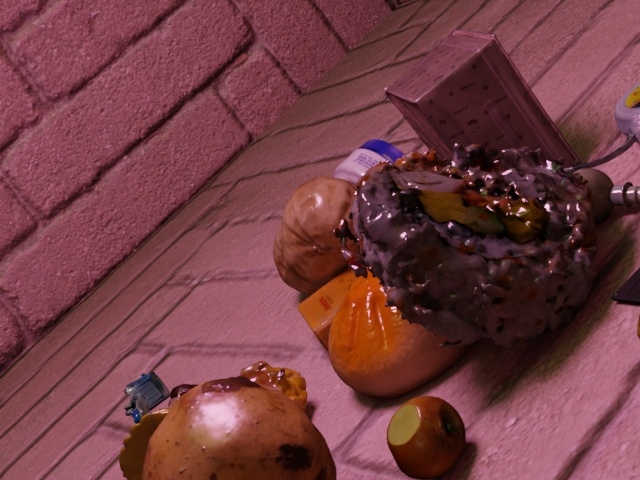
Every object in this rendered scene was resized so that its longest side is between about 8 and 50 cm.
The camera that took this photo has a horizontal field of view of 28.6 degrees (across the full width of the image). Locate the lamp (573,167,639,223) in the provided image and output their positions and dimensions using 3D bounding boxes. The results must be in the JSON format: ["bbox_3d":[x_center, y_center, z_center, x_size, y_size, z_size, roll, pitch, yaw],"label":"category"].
[{"bbox_3d":[0.464,-0.070,1.991,0.163,0.091,0.091,1,38,38],"label":"lamp"}]

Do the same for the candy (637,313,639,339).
[{"bbox_3d":[0.499,0.079,1.466,0.260,0.118,0.260,-29,16,9],"label":"candy"}]

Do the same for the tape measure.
[{"bbox_3d":[0.511,-0.181,2.152,0.330,0.084,0.164,-33,15,10],"label":"tape measure"}]

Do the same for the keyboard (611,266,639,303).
[{"bbox_3d":[0.561,-0.042,1.795,0.381,0.041,0.103,-49,20,-15],"label":"keyboard"}]

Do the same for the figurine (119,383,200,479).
[{"bbox_3d":[-0.242,0.340,2.195,0.168,0.187,0.315,-39,8,8],"label":"figurine"}]

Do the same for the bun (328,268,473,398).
[{"bbox_3d":[0.130,0.107,2.031,0.299,0.165,0.299,-32,19,12],"label":"bun"}]

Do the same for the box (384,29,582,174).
[{"bbox_3d":[0.292,-0.213,2.312,0.190,0.297,0.225,-38,17,-2],"label":"box"}]

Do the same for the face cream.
[{"bbox_3d":[0.122,-0.089,2.482,0.111,0.206,0.206,-43,18,-19],"label":"face cream"}]

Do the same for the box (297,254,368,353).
[{"bbox_3d":[0.097,0.087,2.299,0.274,0.076,0.174,-38,15,-2],"label":"box"}]

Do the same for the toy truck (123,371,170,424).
[{"bbox_3d":[-0.356,0.331,2.577,0.081,0.067,0.175,-36,17,2],"label":"toy truck"}]

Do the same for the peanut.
[{"bbox_3d":[0.000,0.000,2.456,0.387,0.169,0.192,116,157,-70],"label":"peanut"}]

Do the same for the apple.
[{"bbox_3d":[0.143,0.270,1.697,0.102,0.099,0.114,-36,41,33],"label":"apple"}]

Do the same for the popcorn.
[{"bbox_3d":[-0.099,0.277,2.102,0.148,0.152,0.167,6,37,26],"label":"popcorn"}]

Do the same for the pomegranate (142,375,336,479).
[{"bbox_3d":[-0.118,0.331,1.753,0.281,0.281,0.281,-34,17,12],"label":"pomegranate"}]

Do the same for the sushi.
[{"bbox_3d":[0.220,-0.009,1.877,0.417,0.176,0.417,7,33,-4],"label":"sushi"}]
